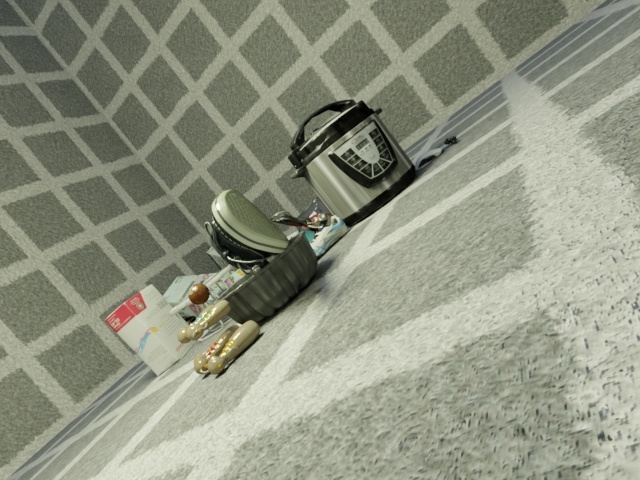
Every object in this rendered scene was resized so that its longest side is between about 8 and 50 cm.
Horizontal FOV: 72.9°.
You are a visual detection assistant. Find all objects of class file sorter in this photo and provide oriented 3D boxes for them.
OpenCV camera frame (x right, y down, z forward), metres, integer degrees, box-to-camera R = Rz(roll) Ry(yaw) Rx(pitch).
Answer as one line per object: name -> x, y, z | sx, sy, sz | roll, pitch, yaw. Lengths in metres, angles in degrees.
file sorter -> -0.408, 0.238, 1.720 | 0.193, 0.173, 0.277 | -33, 8, 34

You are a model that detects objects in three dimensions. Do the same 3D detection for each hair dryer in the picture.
hair dryer -> -0.059, -0.083, 1.702 | 0.224, 0.080, 0.293 | 5, -10, 10

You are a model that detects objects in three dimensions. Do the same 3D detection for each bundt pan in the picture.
bundt pan -> -0.139, 0.120, 1.239 | 0.331, 0.124, 0.331 | -37, 6, 5

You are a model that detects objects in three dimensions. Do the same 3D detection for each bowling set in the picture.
bowling set -> -0.300, 0.227, 1.092 | 0.154, 0.200, 0.287 | -44, 4, -34

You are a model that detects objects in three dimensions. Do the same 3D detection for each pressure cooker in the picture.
pressure cooker -> 0.100, -0.308, 1.634 | 0.375, 0.420, 0.370 | -34, 6, 31

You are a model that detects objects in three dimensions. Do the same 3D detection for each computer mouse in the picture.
computer mouse -> 0.437, -0.339, 1.674 | 0.193, 0.042, 0.106 | -37, 7, 14

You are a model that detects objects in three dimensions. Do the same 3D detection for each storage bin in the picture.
storage bin -> -0.012, -0.090, 1.888 | 0.180, 0.122, 0.084 | -46, -35, 13

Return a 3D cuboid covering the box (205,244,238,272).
box -> -0.368, 0.076, 2.141 | 0.183, 0.296, 0.294 | -42, 8, -37

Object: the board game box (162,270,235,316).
board game box -> -0.557, 0.250, 2.011 | 0.303, 0.097, 0.224 | -6, 28, 12

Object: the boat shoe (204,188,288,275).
boat shoe -> -0.188, -0.006, 1.076 | 0.156, 0.187, 0.500 | -44, 1, -3

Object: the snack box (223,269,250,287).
snack box -> -0.248, 0.163, 1.481 | 0.100, 0.141, 0.037 | -36, 5, 25

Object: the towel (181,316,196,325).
towel -> -0.667, 0.428, 2.096 | 0.235, 0.121, 0.283 | -38, 6, 9

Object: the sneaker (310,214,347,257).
sneaker -> 0.000, 0.000, 1.514 | 0.237, 0.086, 0.085 | -43, 9, -32

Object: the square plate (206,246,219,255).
square plate -> -0.262, 0.049, 1.723 | 0.344, 0.347, 0.049 | 156, 124, -69

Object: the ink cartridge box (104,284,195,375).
ink cartridge box -> -0.671, 0.357, 1.753 | 0.131, 0.306, 0.226 | -38, 6, 12

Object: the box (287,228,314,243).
box -> -0.094, 0.023, 1.793 | 0.244, 0.060, 0.100 | 159, 121, -69
